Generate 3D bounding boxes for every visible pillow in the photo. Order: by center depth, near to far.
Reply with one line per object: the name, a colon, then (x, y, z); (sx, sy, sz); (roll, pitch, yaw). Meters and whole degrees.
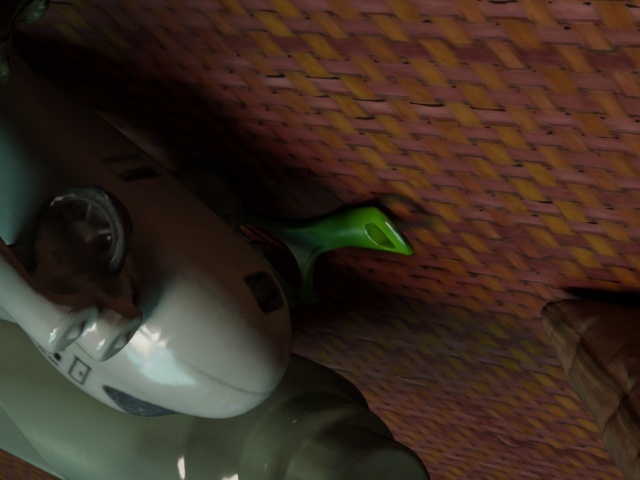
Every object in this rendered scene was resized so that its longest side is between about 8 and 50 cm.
pillow: (0.213, 0.115, 0.803); (0.236, 0.084, 0.223); (30, -166, -9)

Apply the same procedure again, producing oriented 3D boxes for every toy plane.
toy plane: (-0.121, -0.002, 0.878); (0.252, 0.118, 0.252); (31, -163, -10)

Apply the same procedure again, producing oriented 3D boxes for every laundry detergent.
laundry detergent: (-0.094, 0.095, 1.021); (0.264, 0.125, 0.398); (25, 174, -35)

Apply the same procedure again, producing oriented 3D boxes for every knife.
knife: (0.001, -0.002, 0.930); (0.078, 0.022, 0.166); (44, 156, -16)

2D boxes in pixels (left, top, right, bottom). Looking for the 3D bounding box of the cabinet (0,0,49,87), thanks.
cabinet: (-0.251, -0.060, 0.625); (0.227, 0.318, 0.290); (26, 161, -1)
